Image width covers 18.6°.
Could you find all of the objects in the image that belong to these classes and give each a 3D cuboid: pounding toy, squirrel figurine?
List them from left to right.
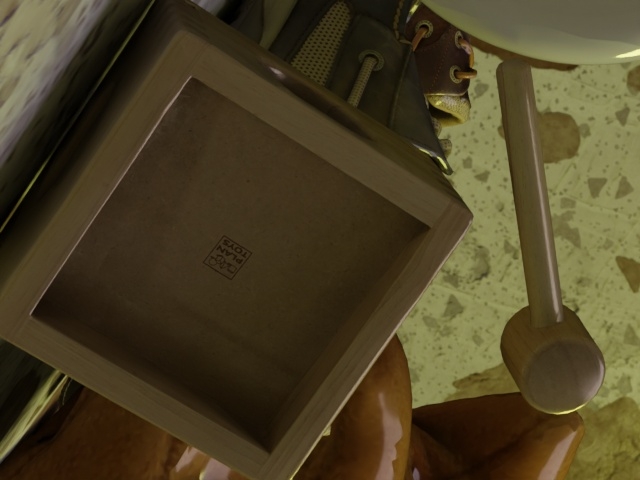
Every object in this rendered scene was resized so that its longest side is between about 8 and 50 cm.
[{"bbox_3d":[-0.085,0.201,1.078,0.397,0.281,0.370,-62,165,11],"label":"squirrel figurine"},{"bbox_3d":[0.010,-0.005,0.732,0.181,0.206,0.094,-55,-163,10],"label":"pounding toy"}]

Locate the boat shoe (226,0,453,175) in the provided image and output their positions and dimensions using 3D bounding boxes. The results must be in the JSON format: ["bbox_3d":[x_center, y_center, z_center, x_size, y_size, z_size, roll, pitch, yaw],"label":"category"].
[{"bbox_3d":[-0.013,-0.038,0.930,0.132,0.130,0.355,-56,178,41],"label":"boat shoe"}]

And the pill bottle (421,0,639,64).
[{"bbox_3d":[0.117,-0.178,0.819,0.188,0.188,0.334,-55,179,13],"label":"pill bottle"}]

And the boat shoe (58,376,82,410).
[{"bbox_3d":[-0.115,0.054,1.305,0.183,0.066,0.066,-50,158,-6],"label":"boat shoe"}]

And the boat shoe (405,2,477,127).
[{"bbox_3d":[0.065,-0.130,1.524,0.342,0.123,0.123,-54,179,-13],"label":"boat shoe"}]
